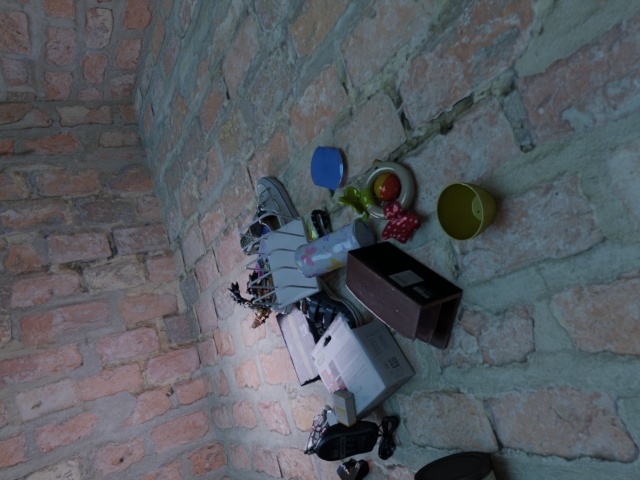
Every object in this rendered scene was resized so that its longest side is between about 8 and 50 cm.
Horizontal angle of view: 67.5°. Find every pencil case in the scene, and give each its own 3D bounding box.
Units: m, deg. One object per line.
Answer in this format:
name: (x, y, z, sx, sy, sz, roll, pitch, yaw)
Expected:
pencil case: (0.043, 0.025, 1.517, 0.273, 0.113, 0.124, -27, 58, 35)

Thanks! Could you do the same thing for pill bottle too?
pill bottle: (0.095, 0.596, 1.652, 0.078, 0.137, 0.078, 24, 119, 52)

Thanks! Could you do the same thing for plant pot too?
plant pot: (0.349, -0.071, 1.104, 0.134, 0.095, 0.135, 21, 116, 52)

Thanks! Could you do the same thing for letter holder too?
letter holder: (0.211, 0.172, 1.340, 0.301, 0.151, 0.215, 38, 131, 46)

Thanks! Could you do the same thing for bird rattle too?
bird rattle: (0.179, -0.117, 1.334, 0.253, 0.143, 0.207, 32, 109, 45)

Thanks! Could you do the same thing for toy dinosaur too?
toy dinosaur: (-0.264, 0.252, 2.007, 0.218, 0.164, 0.322, 35, 109, 23)

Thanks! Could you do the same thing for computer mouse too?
computer mouse: (0.110, 0.638, 1.548, 0.072, 0.271, 0.189, -119, 30, -60)

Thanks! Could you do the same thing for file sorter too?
file sorter: (-0.150, 0.070, 1.648, 0.192, 0.173, 0.278, -28, 67, 33)

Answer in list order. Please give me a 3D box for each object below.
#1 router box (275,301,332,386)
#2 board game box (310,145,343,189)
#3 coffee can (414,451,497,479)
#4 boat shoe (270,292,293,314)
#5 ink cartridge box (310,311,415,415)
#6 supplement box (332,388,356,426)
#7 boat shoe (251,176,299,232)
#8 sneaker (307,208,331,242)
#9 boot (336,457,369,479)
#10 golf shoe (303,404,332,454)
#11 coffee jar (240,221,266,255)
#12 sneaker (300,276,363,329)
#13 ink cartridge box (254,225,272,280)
router box: (-0.052, 0.385, 1.867, 0.243, 0.080, 0.309, -47, 60, 51)
board game box: (0.031, -0.244, 1.604, 0.168, 0.033, 0.133, 21, 112, 47)
coffee can: (0.375, 0.705, 1.195, 0.201, 0.201, 0.276, -34, 71, 55)
boat shoe: (-0.135, 0.146, 1.839, 0.096, 0.088, 0.268, 164, 119, -68)
ink cartridge box: (0.121, 0.400, 1.560, 0.272, 0.129, 0.310, 59, 142, 26)
supplement box: (0.076, 0.528, 1.515, 0.062, 0.036, 0.099, 5, 107, 53)
boat shoe: (-0.201, -0.108, 1.882, 0.367, 0.156, 0.136, 59, 142, 27)
sneaker: (0.000, 0.000, 1.691, 0.094, 0.081, 0.209, 150, 112, -64)
boot: (0.109, 0.843, 1.757, 0.106, 0.082, 0.219, 44, 136, 38)
golf shoe: (0.006, 0.760, 1.897, 0.273, 0.105, 0.120, -59, 35, 38)
coffee jar: (-0.291, -0.014, 2.121, 0.184, 0.079, 0.096, -49, 58, 50)
sneaker: (0.012, 0.244, 1.692, 0.321, 0.127, 0.126, 37, 127, 45)
ink cartridge box: (-0.195, 0.072, 2.019, 0.186, 0.065, 0.311, 52, 137, 35)
